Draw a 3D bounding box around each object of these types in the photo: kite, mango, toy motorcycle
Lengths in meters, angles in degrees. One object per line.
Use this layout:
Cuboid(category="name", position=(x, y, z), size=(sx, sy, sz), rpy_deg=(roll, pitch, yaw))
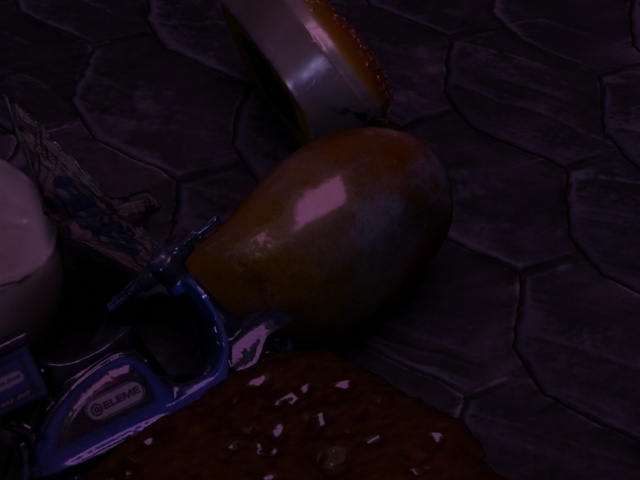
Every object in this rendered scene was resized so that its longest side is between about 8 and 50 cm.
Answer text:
Cuboid(category="kite", position=(-0.253, -0.033, 1.997), size=(0.406, 0.014, 0.368), rpy_deg=(44, 13, 5))
Cuboid(category="mango", position=(0.000, 0.000, 1.969), size=(0.384, 0.221, 0.199), rpy_deg=(-26, 30, -26))
Cuboid(category="toy motorcycle", position=(-0.195, 0.127, 1.786), size=(0.358, 0.213, 0.125), rpy_deg=(-27, 8, -21))

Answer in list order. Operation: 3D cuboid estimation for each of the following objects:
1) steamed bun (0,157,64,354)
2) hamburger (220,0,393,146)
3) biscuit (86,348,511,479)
Cuboid(category="steamed bun", position=(-0.449, 0.040, 1.881), size=(0.324, 0.206, 0.324), rpy_deg=(15, 35, -11))
Cuboid(category="hamburger", position=(-0.019, -0.255, 2.269), size=(0.151, 0.227, 0.295), rpy_deg=(-30, 50, -3))
Cuboid(category="biscuit", position=(-0.023, 0.271, 1.625), size=(0.342, 0.166, 0.395), rpy_deg=(-28, 33, -31))
